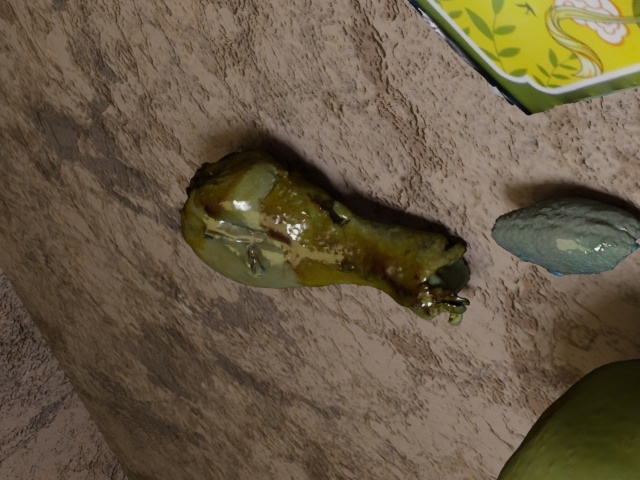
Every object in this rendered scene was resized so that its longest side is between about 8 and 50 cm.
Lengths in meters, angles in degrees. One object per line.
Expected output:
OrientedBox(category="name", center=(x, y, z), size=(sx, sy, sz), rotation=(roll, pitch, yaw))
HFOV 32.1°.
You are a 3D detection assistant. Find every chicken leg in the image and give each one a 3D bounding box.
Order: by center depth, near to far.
OrientedBox(category="chicken leg", center=(0.000, 0.000, 1.291), size=(0.429, 0.152, 0.201), rotation=(18, 152, 33))

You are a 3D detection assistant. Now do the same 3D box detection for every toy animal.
OrientedBox(category="toy animal", center=(0.271, 0.007, 0.985), size=(0.253, 0.070, 0.079), rotation=(14, 173, 30))

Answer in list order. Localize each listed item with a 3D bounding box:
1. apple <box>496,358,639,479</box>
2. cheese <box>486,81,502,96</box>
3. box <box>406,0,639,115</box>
OrientedBox(category="apple", center=(0.325, 0.261, 0.921), size=(0.357, 0.357, 0.357), rotation=(35, 149, 25))
OrientedBox(category="cheese", center=(0.149, -0.196, 0.916), size=(0.097, 0.037, 0.192), rotation=(31, 147, 32))
OrientedBox(category="box", center=(0.153, -0.263, 0.595), size=(0.373, 0.138, 0.420), rotation=(42, 158, -21))
